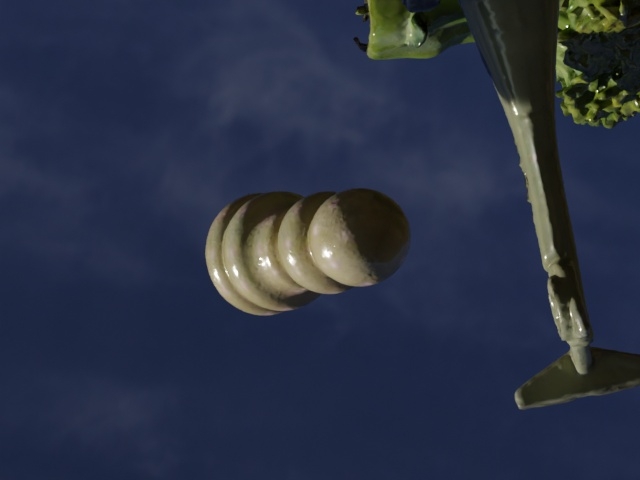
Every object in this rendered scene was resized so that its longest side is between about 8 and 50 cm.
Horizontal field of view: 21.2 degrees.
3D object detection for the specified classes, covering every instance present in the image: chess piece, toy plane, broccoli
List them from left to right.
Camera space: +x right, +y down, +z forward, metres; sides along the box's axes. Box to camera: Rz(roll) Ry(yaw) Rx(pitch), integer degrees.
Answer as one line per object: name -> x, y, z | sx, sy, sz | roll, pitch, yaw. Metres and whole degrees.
chess piece -> 0.000, 0.000, 1.202 | 0.094, 0.170, 0.094 | 6, -101, -33
toy plane -> 0.083, -0.078, 0.712 | 0.092, 0.108, 0.286 | -11, -104, 2
broccoli -> 0.177, -0.173, 1.278 | 0.273, 0.242, 0.180 | -29, -129, -4
